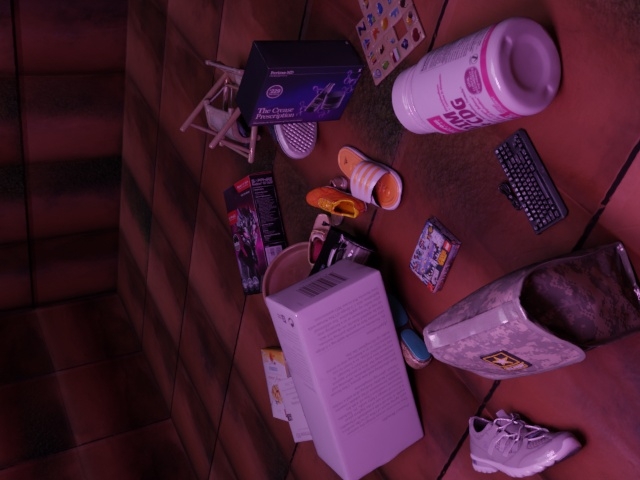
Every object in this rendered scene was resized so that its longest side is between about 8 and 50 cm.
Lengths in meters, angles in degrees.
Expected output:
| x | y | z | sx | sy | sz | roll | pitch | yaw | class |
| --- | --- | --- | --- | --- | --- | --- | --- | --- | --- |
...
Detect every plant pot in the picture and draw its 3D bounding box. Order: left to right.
| x | y | z | sx | sy | sz | roll | pitch | yaw | class |
| --- | --- | --- | --- | --- | --- | --- | --- | --- | --- |
| -0.031 | 0.130 | 1.787 | 0.237 | 0.237 | 0.110 | 59 | -175 | 31 | plant pot |

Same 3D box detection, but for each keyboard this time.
| x | y | z | sx | sy | sz | roll | pitch | yaw | class |
| --- | --- | --- | --- | --- | --- | --- | --- | --- | --- |
| 0.367 | -0.099 | 1.179 | 0.108 | 0.023 | 0.180 | -48 | 58 | 54 | keyboard |

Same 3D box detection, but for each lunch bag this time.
| x | y | z | sx | sy | sz | roll | pitch | yaw | class |
| --- | --- | --- | --- | --- | --- | --- | --- | --- | --- |
| 0.335 | 0.125 | 1.041 | 0.235 | 0.287 | 0.169 | -36 | 68 | 56 | lunch bag |

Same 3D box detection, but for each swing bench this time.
| x | y | z | sx | sy | sz | roll | pitch | yaw | class |
| --- | --- | --- | --- | --- | --- | --- | --- | --- | --- |
| -0.280 | -0.408 | 2.021 | 0.253 | 0.165 | 0.255 | 34 | 103 | 52 | swing bench |

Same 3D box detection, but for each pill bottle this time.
| x | y | z | sx | sy | sz | roll | pitch | yaw | class |
| --- | --- | --- | --- | --- | --- | --- | --- | --- | --- |
| 0.264 | -0.278 | 1.159 | 0.283 | 0.160 | 0.160 | -3 | 96 | 60 | pill bottle |

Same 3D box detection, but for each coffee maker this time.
| x | y | z | sx | sy | sz | roll | pitch | yaw | class |
| --- | --- | --- | --- | --- | --- | --- | --- | --- | --- |
| 0.038 | 0.067 | 1.645 | 0.178 | 0.120 | 0.171 | -64 | 23 | 6 | coffee maker |

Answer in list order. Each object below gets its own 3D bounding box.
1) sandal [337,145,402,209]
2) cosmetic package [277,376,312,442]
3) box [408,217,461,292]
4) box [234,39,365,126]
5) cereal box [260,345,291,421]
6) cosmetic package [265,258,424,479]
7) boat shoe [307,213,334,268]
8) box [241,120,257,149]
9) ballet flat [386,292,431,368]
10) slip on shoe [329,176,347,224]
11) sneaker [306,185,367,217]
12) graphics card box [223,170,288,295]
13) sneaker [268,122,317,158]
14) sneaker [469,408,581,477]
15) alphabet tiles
| x | y | z | sx | sy | sz | roll | pitch | yaw | class |
| --- | --- | --- | --- | --- | --- | --- | --- | --- | --- |
| 0.096 | -0.148 | 1.565 | 0.265 | 0.076 | 0.102 | 41 | 132 | 47 | sandal |
| -0.007 | 0.460 | 1.853 | 0.151 | 0.151 | 0.184 | -38 | 67 | 58 | cosmetic package |
| 0.247 | 0.032 | 1.415 | 0.094 | 0.027 | 0.137 | 50 | 138 | 39 | box |
| -0.051 | -0.377 | 1.558 | 0.103 | 0.261 | 0.184 | 61 | 145 | 29 | box |
| -0.126 | 0.476 | 2.161 | 0.173 | 0.047 | 0.240 | -12 | 89 | 60 | cereal box |
| 0.062 | 0.299 | 1.511 | 0.161 | 0.230 | 0.453 | 17 | 127 | 59 | cosmetic package |
| 0.000 | 0.000 | 1.736 | 0.063 | 0.059 | 0.170 | -4 | 66 | 20 | boat shoe |
| -0.235 | -0.344 | 2.118 | 0.067 | 0.018 | 0.083 | -32 | 71 | 57 | box |
| 0.187 | 0.218 | 1.537 | 0.206 | 0.073 | 0.067 | 61 | 154 | 32 | ballet flat |
| 0.039 | -0.102 | 1.709 | 0.051 | 0.041 | 0.135 | 45 | 135 | 44 | slip on shoe |
| 0.032 | -0.098 | 1.645 | 0.175 | 0.067 | 0.064 | 12 | 115 | 34 | sneaker |
| -0.202 | -0.016 | 2.093 | 0.233 | 0.094 | 0.371 | -15 | 87 | 59 | graphics card box |
| -0.096 | -0.351 | 1.783 | 0.127 | 0.126 | 0.321 | -37 | 57 | 52 | sneaker |
| 0.368 | 0.381 | 1.243 | 0.281 | 0.105 | 0.115 | -35 | 69 | 58 | sneaker |
| 0.140 | -0.500 | 1.450 | 0.198 | 0.009 | 0.237 | -35 | 69 | 58 | alphabet tiles |
